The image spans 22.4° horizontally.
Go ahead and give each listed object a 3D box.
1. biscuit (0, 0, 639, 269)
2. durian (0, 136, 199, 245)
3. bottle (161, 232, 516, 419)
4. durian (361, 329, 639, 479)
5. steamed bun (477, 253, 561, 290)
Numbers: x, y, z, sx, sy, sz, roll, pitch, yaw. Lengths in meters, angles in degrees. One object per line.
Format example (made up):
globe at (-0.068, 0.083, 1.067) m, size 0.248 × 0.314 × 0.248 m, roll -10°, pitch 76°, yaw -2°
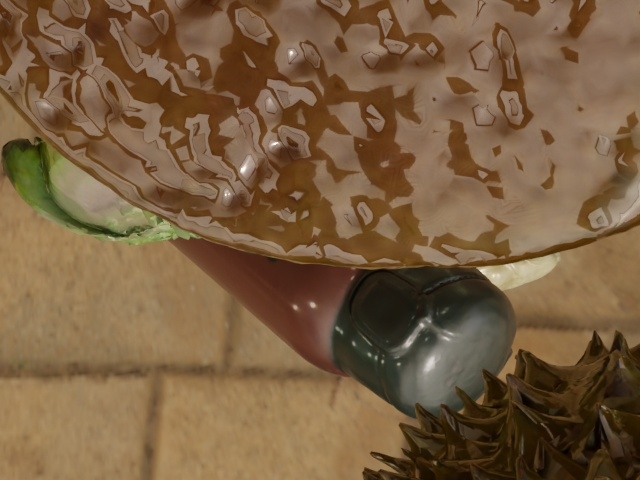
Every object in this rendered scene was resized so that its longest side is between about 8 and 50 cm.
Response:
biscuit at (-0.005, -0.166, 0.389) m, size 0.314 × 0.063 × 0.367 m, roll -1°, pitch 113°, yaw 10°
durian at (-0.003, -0.067, 0.614) m, size 0.106 × 0.375 × 0.132 m, roll 17°, pitch 66°, yaw -51°
bottle at (0.000, 0.000, 1.141) m, size 0.144 × 0.336 × 0.144 m, roll -26°, pitch 135°, yaw -30°
durian at (0.129, 0.117, 0.556) m, size 0.195 × 0.305 × 0.185 m, roll -37°, pitch 138°, yaw -33°
steamed bun at (0.122, -0.006, 1.567) m, size 0.155 × 0.141 × 0.172 m, roll -39°, pitch 136°, yaw 14°
